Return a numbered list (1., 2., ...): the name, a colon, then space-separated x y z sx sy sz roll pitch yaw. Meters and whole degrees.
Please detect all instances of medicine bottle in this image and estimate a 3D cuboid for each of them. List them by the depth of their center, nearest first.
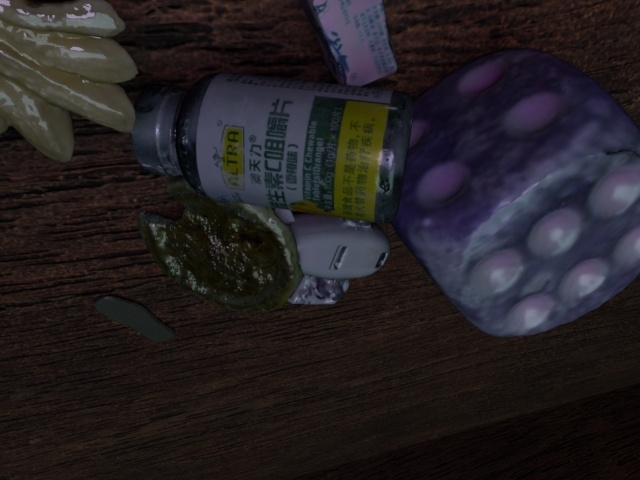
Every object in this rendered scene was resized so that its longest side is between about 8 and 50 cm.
1. medicine bottle: -0.052 -0.106 0.537 0.294 0.141 0.141 9 142 10

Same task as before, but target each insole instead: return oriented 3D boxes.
1. insole: -0.336 0.146 0.897 0.063 0.010 0.192 -24 143 8

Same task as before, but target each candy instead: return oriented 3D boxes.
1. candy: 0.023 -0.242 0.507 0.073 0.092 0.160 -25 143 6

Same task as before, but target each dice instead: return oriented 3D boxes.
1. dice: 0.248 -0.059 0.643 0.270 0.271 0.270 -38 127 15

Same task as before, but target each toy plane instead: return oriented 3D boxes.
1. toy plane: 0.002 0.002 0.778 0.253 0.118 0.252 -13 125 -19

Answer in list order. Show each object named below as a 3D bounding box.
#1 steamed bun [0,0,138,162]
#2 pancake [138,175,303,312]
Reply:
1. steamed bun: -0.286 -0.191 0.375 0.429 0.189 0.247 -14 149 -7
2. pancake: -0.144 0.016 0.700 0.254 0.037 0.253 11 130 14
